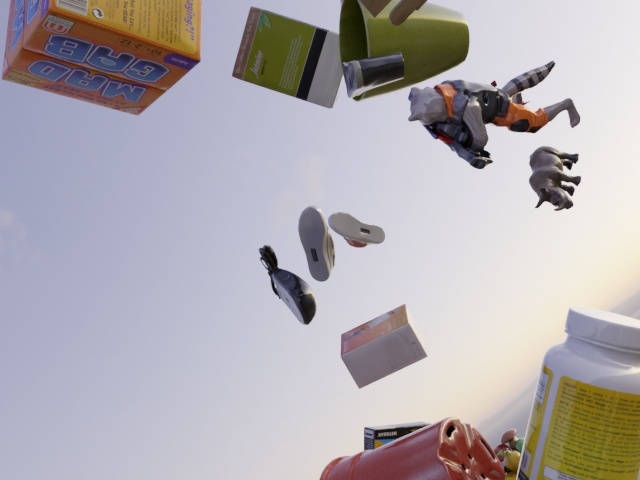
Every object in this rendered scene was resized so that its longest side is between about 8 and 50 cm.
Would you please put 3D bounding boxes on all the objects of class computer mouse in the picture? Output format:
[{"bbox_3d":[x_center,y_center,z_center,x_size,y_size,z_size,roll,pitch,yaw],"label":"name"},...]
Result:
[{"bbox_3d":[-0.077,0.133,1.992,0.072,0.272,0.188,-27,-51,-15],"label":"computer mouse"}]

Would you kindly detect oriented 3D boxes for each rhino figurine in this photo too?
[{"bbox_3d":[0.518,-0.133,1.568,0.243,0.106,0.073,-70,-10,-49],"label":"rhino figurine"}]

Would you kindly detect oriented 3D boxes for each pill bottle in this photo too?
[{"bbox_3d":[0.458,0.291,1.192,0.188,0.188,0.334,0,-77,-63],"label":"pill bottle"}]

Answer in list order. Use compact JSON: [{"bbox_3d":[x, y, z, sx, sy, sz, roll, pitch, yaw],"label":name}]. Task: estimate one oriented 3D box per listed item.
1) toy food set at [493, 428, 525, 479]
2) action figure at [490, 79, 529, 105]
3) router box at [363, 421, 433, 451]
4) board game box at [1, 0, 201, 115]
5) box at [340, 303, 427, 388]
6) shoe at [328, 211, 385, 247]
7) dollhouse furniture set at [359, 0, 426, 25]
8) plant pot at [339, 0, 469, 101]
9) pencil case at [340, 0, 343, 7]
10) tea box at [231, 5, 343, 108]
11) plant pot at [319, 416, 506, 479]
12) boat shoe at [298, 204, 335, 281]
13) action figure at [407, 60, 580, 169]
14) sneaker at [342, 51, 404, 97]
[{"bbox_3d":[0.475,0.533,1.771,0.128,0.071,0.218,-43,-5,11],"label":"toy food set"},{"bbox_3d":[0.441,-0.375,1.899,0.280,0.091,0.139,-6,-18,-19],"label":"action figure"},{"bbox_3d":[0.180,0.489,1.609,0.179,0.133,0.046,5,-6,-34],"label":"router box"},{"bbox_3d":[-0.528,-0.570,1.714,0.356,0.356,0.356,11,-20,-36],"label":"board game box"},{"bbox_3d":[0.139,0.234,1.576,0.170,0.091,0.130,-27,12,9],"label":"box"},{"bbox_3d":[0.076,-0.021,1.811,0.178,0.063,0.081,16,-22,-33],"label":"shoe"},{"bbox_3d":[0.119,-0.461,1.275,0.123,0.151,0.144,-45,-50,9],"label":"dollhouse furniture set"},{"bbox_3d":[0.224,-0.512,1.820,0.293,0.275,0.275,-8,-27,-11],"label":"plant pot"},{"bbox_3d":[0.073,-0.832,2.097,0.183,0.160,0.410,-21,-29,15],"label":"pencil case"},{"bbox_3d":[-0.071,-0.571,2.203,0.329,0.323,0.220,-68,-3,-75],"label":"tea box"},{"bbox_3d":[0.181,0.469,1.276,0.265,0.272,0.272,-38,-16,28],"label":"plant pot"},{"bbox_3d":[0.000,0.000,2.238,0.088,0.096,0.267,-51,-45,-51],"label":"boat shoe"},{"bbox_3d":[0.321,-0.299,1.480,0.330,0.341,0.178,-9,-52,-24],"label":"action figure"},{"bbox_3d":[0.119,-0.374,1.592,0.118,0.083,0.222,-12,13,-4],"label":"sneaker"}]
